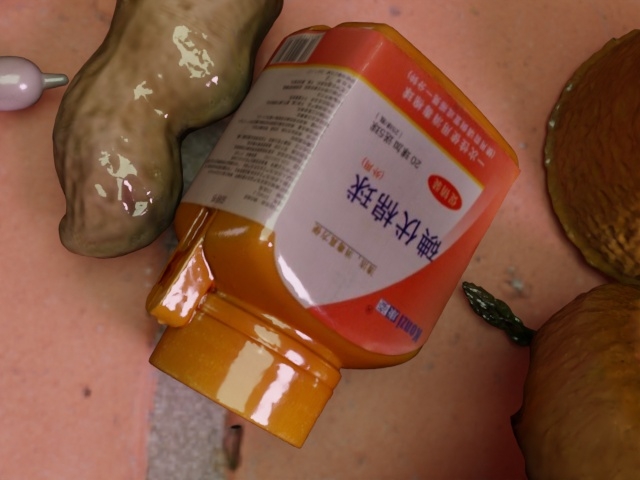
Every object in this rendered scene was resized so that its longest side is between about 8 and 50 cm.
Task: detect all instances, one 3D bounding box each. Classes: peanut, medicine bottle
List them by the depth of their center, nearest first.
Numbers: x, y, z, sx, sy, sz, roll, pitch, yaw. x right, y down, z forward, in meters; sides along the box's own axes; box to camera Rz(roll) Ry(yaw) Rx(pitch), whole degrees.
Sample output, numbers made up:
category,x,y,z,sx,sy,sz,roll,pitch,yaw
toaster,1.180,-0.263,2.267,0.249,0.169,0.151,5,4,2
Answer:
category,x,y,z,sx,sy,sz,roll,pitch,yaw
medicine bottle,0.000,0.000,0.529,0.149,0.112,0.222,37,77,-32
peanut,-0.099,-0.094,0.553,0.104,0.085,0.228,25,82,20

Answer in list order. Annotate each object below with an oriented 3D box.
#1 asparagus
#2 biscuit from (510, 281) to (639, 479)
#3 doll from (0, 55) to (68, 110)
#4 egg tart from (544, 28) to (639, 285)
category,x,y,z,sx,sy,sz,roll,pitch,yaw
asparagus,0.191,0.092,0.618,0.232,0.022,0.023,31,107,-7
biscuit,0.241,0.137,0.486,0.296,0.296,0.102,38,116,-4
doll,-0.236,-0.130,0.550,0.161,0.059,0.160,41,78,-2
egg tart,0.258,-0.062,0.573,0.215,0.171,0.215,-1,81,5
